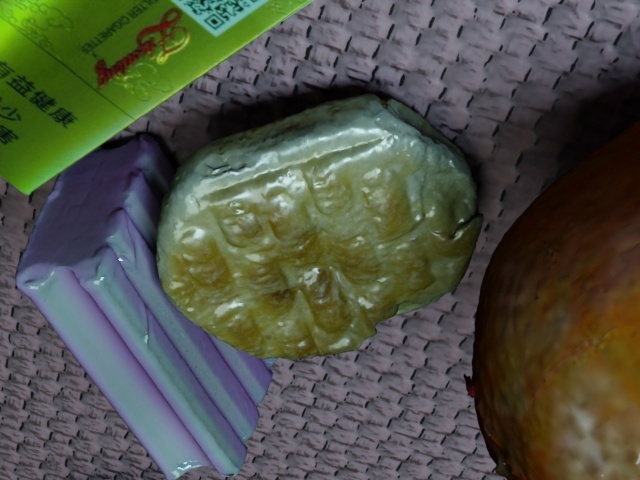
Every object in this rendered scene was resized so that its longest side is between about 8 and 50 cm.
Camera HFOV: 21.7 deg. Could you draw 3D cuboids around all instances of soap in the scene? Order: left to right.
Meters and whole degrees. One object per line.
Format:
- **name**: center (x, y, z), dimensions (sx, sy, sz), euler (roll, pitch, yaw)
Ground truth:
- **soap**: center (-0.102, 0.045, 1.047), dimensions (0.065, 0.122, 0.203), euler (-7, 134, 26)

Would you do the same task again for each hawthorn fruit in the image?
- **hawthorn fruit**: center (0.236, 0.059, 0.862), dimensions (0.311, 0.295, 0.295), euler (-25, 129, 8)

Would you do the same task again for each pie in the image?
- **pie**: center (0.000, 0.000, 0.984), dimensions (0.195, 0.046, 0.195), euler (-5, 132, -5)

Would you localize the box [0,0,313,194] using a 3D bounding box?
- **box**: center (-0.130, -0.145, 0.900), dimensions (0.173, 0.043, 0.311), euler (38, 135, -25)
